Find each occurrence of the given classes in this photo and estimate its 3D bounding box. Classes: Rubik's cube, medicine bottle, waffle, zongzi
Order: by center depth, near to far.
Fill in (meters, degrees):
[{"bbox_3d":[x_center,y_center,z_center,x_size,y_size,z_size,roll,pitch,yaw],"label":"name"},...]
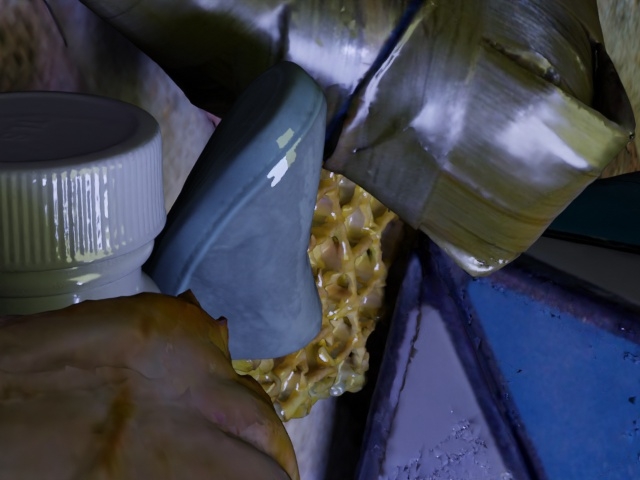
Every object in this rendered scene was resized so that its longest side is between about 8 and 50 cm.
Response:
[{"bbox_3d":[-0.108,0.036,0.721,0.105,0.105,0.168,-28,124,-51],"label":"medicine bottle"},{"bbox_3d":[-0.002,-0.141,0.863,0.123,0.289,0.260,-51,-160,34],"label":"zongzi"},{"bbox_3d":[0.001,0.004,0.945,0.191,0.038,0.191,-30,127,-52],"label":"waffle"},{"bbox_3d":[0.205,0.152,1.028,0.310,0.307,0.305,-13,124,-50],"label":"Rubik's cube"}]

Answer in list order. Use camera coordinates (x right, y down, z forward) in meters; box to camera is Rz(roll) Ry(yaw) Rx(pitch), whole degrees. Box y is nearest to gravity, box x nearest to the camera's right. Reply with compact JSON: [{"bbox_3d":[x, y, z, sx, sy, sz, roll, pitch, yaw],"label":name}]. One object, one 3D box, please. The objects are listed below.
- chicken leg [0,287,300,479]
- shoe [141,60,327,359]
[{"bbox_3d":[-0.193,0.079,0.558,0.409,0.182,0.295,-10,79,-30],"label":"chicken leg"},{"bbox_3d":[-0.030,0.009,0.777,0.195,0.078,0.079,-50,-167,44],"label":"shoe"}]
